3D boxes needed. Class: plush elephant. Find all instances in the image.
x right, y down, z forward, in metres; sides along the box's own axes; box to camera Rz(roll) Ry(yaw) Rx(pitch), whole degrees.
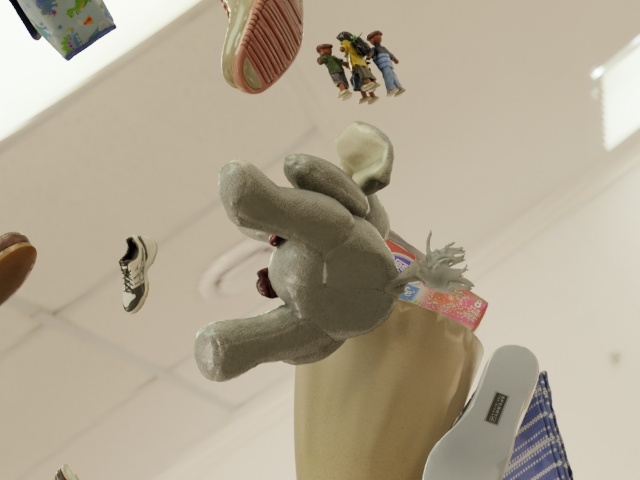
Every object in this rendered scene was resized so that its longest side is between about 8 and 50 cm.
[{"bbox_3d":[0.000,0.000,1.709,0.330,0.255,0.272,-2,-69,-11],"label":"plush elephant"}]

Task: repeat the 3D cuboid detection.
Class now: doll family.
[{"bbox_3d":[0.064,-0.278,2.172,0.076,0.111,0.193,-30,-15,21],"label":"doll family"}]

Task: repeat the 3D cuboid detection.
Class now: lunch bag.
[{"bbox_3d":[-0.336,-0.310,1.697,0.096,0.151,0.129,-34,-49,-7],"label":"lunch bag"}]

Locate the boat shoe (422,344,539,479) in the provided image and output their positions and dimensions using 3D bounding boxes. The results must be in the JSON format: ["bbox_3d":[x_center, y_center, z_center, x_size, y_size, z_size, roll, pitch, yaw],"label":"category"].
[{"bbox_3d":[0.171,0.215,1.500,0.076,0.080,0.228,95,-161,-54],"label":"boat shoe"}]

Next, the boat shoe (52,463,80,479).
[{"bbox_3d":[-0.399,0.383,2.165,0.043,0.049,0.137,-25,-14,-9],"label":"boat shoe"}]

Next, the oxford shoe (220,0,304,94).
[{"bbox_3d":[-0.108,-0.389,2.293,0.146,0.397,0.140,-2,-42,23],"label":"oxford shoe"}]

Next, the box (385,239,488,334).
[{"bbox_3d":[0.092,0.084,1.923,0.123,0.257,0.128,-55,-11,-15],"label":"box"}]

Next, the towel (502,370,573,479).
[{"bbox_3d":[0.276,0.374,1.887,0.040,0.336,0.243,8,-37,-28],"label":"towel"}]

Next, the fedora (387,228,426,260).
[{"bbox_3d":[0.094,0.048,2.140,0.124,0.243,0.275,-53,-13,8],"label":"fedora"}]

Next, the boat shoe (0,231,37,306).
[{"bbox_3d":[-0.411,0.060,1.611,0.207,0.073,0.073,-47,-29,16],"label":"boat shoe"}]

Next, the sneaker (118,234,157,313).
[{"bbox_3d":[-0.198,0.034,1.449,0.032,0.083,0.037,2,-13,39],"label":"sneaker"}]

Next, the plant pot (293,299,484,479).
[{"bbox_3d":[0.064,0.247,1.847,0.256,0.256,0.274,94,-169,-66],"label":"plant pot"}]
